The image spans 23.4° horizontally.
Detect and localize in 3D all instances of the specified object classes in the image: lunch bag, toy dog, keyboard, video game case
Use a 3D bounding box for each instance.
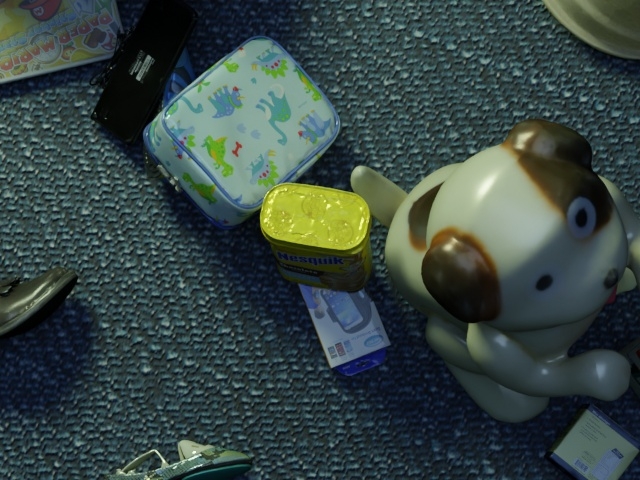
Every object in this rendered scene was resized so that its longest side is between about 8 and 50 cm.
[{"bbox_3d":[-0.092,-0.127,1.866,0.176,0.090,0.219,47,56,-3],"label":"lunch bag"},{"bbox_3d":[0.222,0.001,1.733,0.284,0.408,0.395,-44,85,-6],"label":"toy dog"},{"bbox_3d":[-0.219,-0.220,1.918,0.100,0.038,0.192,37,107,21],"label":"keyboard"},{"bbox_3d":[-0.373,-0.306,1.920,0.226,0.026,0.206,-14,107,-2],"label":"video game case"}]

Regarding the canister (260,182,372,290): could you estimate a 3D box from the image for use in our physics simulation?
[{"bbox_3d":[0.000,0.000,1.828,0.126,0.170,0.073,9,72,8],"label":"canister"}]

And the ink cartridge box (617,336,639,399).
[{"bbox_3d":[0.434,0.126,1.807,0.134,0.231,0.078,-34,84,-5],"label":"ink cartridge box"}]

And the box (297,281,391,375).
[{"bbox_3d":[0.031,0.096,1.911,0.081,0.028,0.136,-22,81,-3],"label":"box"}]

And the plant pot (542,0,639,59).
[{"bbox_3d":[0.436,-0.387,1.799,0.333,0.305,0.334,-1,93,-9],"label":"plant pot"}]

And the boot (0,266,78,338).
[{"bbox_3d":[-0.455,0.031,1.885,0.263,0.091,0.229,-30,85,-2],"label":"boot"}]

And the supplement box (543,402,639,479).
[{"bbox_3d":[0.332,0.256,1.878,0.083,0.056,0.083,38,84,4],"label":"supplement box"}]

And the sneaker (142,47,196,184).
[{"bbox_3d":[-0.175,-0.166,1.933,0.082,0.069,0.209,9,69,-35],"label":"sneaker"}]

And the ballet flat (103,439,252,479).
[{"bbox_3d":[-0.178,0.277,1.872,0.188,0.070,0.070,-18,83,-6],"label":"ballet flat"}]
